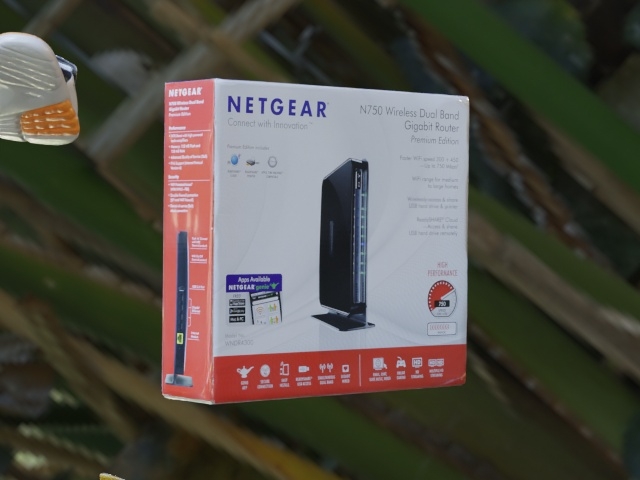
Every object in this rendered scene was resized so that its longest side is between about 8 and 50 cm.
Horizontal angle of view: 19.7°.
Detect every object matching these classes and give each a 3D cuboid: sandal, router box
[{"bbox_3d":[-0.311,-0.181,2.021,0.265,0.102,0.076,106,170,-68],"label":"sandal"},{"bbox_3d":[0.000,0.000,1.819,0.335,0.301,0.082,-1,2,-41],"label":"router box"}]

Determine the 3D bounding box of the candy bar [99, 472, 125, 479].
[{"bbox_3d":[-0.172,0.241,1.678,0.161,0.040,0.018,86,-157,-69],"label":"candy bar"}]
